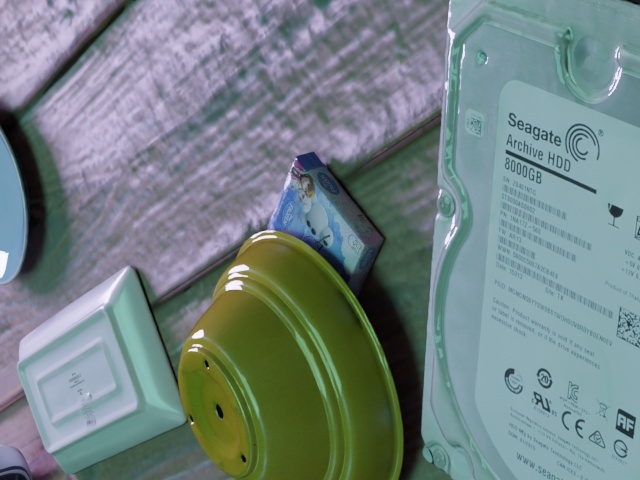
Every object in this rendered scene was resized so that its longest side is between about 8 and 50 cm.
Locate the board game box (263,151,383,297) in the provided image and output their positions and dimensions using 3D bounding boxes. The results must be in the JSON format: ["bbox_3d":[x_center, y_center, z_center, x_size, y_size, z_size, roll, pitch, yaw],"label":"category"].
[{"bbox_3d":[0.000,0.000,1.173,0.090,0.020,0.090,51,140,27],"label":"board game box"}]

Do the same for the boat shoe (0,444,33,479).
[{"bbox_3d":[-0.336,0.328,1.698,0.102,0.108,0.301,51,142,29],"label":"boat shoe"}]

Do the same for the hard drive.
[{"bbox_3d":[0.159,0.021,0.925,0.237,0.064,0.339,30,125,45],"label":"hard drive"}]

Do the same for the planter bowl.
[{"bbox_3d":[-0.040,0.109,1.189,0.217,0.090,0.217,38,139,42],"label":"planter bowl"}]

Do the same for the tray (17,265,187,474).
[{"bbox_3d":[-0.213,0.128,1.512,0.270,0.030,0.145,-30,79,55],"label":"tray"}]

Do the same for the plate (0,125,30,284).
[{"bbox_3d":[-0.320,-0.051,1.594,0.188,0.024,0.188,27,125,47],"label":"plate"}]
